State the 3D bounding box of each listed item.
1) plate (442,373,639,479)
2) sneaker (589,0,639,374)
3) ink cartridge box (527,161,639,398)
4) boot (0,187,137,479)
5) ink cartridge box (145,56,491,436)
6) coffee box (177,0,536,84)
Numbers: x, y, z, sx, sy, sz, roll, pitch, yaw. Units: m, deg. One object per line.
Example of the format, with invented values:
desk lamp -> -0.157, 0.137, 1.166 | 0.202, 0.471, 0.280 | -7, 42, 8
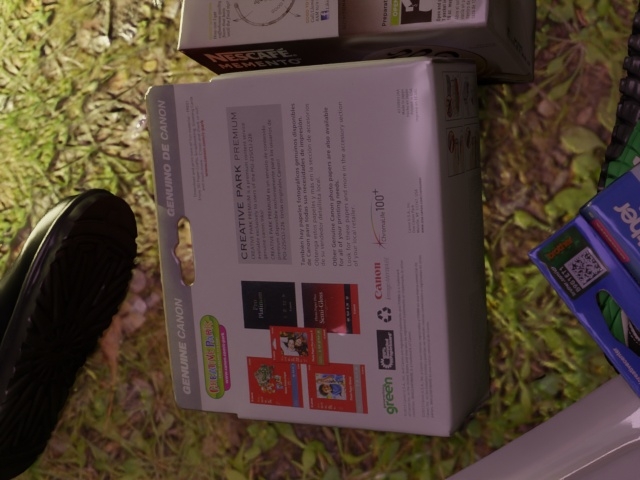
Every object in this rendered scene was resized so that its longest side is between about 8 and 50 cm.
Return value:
plate -> 0.239, 0.270, 0.829 | 0.278, 0.045, 0.277 | -35, 89, 16
sneaker -> 0.302, -0.045, 0.853 | 0.146, 0.134, 0.343 | 13, 90, 18
ink cartridge box -> 0.331, -0.015, 0.767 | 0.311, 0.065, 0.185 | -37, 83, 4
boot -> -0.374, 0.060, 1.143 | 0.260, 0.131, 0.348 | 30, 95, 26
ink cartridge box -> 0.000, 0.000, 0.938 | 0.272, 0.130, 0.309 | 1, 99, 25
coffee box -> 0.037, -0.217, 0.983 | 0.297, 0.168, 0.118 | 0, 81, 24
